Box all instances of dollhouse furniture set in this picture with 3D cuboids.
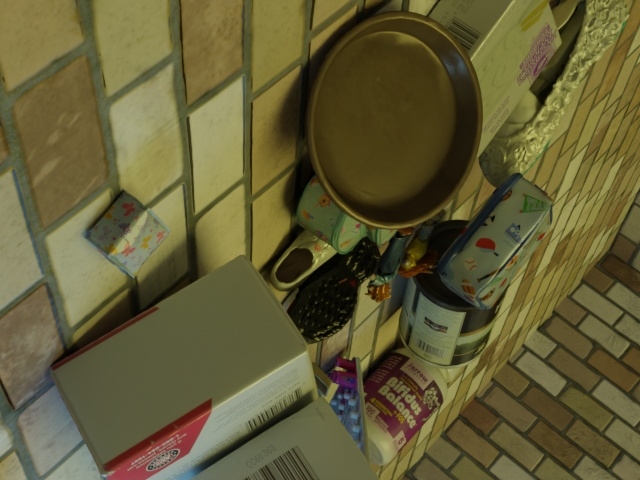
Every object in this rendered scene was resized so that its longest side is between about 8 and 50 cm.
[{"bbox_3d":[-0.038,0.222,1.821,0.081,0.114,0.091,-33,155,-33],"label":"dollhouse furniture set"}]

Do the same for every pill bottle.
[{"bbox_3d":[0.184,0.355,2.445,0.301,0.169,0.169,-44,158,-24],"label":"pill bottle"}]

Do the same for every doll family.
[{"bbox_3d":[0.133,0.022,1.845,0.263,0.118,0.163,-30,151,-47],"label":"doll family"}]

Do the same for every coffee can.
[{"bbox_3d":[0.270,0.114,2.182,0.201,0.201,0.275,-43,159,-24],"label":"coffee can"}]

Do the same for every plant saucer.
[{"bbox_3d":[0.093,-0.153,1.371,0.277,0.041,0.278,-7,102,-31],"label":"plant saucer"}]

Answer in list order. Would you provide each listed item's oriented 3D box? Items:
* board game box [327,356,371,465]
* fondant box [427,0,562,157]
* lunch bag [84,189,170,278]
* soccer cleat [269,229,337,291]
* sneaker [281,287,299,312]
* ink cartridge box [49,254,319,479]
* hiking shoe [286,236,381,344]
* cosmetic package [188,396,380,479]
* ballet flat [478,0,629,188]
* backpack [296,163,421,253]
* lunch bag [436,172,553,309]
[{"bbox_3d":[-0.004,0.485,2.100,0.390,0.050,0.390,-93,-157,-55],"label":"board game box"},{"bbox_3d":[0.245,-0.278,1.618,0.238,0.096,0.330,-54,161,5],"label":"fondant box"},{"bbox_3d":[-0.206,-0.003,1.158,0.071,0.053,0.083,-52,151,-8],"label":"lunch bag"},{"bbox_3d":[0.000,0.000,1.583,0.196,0.068,0.076,-48,177,-2],"label":"soccer cleat"},{"bbox_3d":[-0.004,0.087,1.729,0.118,0.067,0.042,-51,159,-7],"label":"sneaker"},{"bbox_3d":[-0.156,0.222,1.410,0.279,0.160,0.385,-31,155,-12],"label":"ink cartridge box"},{"bbox_3d":[0.004,0.083,1.644,0.114,0.086,0.227,-23,-159,52],"label":"hiking shoe"},{"bbox_3d":[-0.036,0.382,1.469,0.217,0.156,0.385,-32,156,-10],"label":"cosmetic package"},{"bbox_3d":[0.385,-0.293,1.901,0.409,0.147,0.147,-57,160,4],"label":"ballet flat"},{"bbox_3d":[0.058,-0.070,1.495,0.188,0.144,0.166,-45,164,-11],"label":"backpack"},{"bbox_3d":[0.320,0.000,1.903,0.243,0.115,0.303,-53,168,1],"label":"lunch bag"}]
